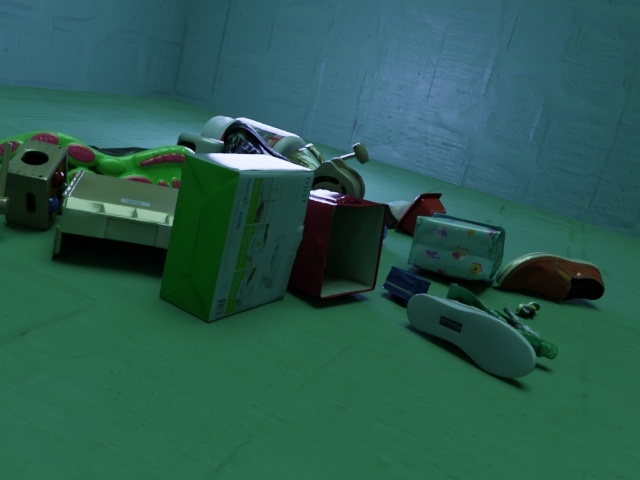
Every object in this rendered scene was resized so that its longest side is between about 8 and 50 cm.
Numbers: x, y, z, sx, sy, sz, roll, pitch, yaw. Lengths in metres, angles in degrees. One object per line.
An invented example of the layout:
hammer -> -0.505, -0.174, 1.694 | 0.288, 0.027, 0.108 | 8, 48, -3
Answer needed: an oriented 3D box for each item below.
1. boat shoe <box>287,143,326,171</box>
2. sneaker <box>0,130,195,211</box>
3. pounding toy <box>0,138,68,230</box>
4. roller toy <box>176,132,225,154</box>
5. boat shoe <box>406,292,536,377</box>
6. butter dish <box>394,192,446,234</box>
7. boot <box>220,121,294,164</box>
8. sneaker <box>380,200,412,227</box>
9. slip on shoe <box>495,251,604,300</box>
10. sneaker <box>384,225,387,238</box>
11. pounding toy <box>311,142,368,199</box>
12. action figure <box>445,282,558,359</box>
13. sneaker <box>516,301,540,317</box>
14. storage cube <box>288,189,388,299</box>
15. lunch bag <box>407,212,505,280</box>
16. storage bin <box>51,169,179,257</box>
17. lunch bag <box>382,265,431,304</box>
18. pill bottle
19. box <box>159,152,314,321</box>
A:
boat shoe -> 0.004, -0.174, 2.048 | 0.103, 0.113, 0.302 | -29, 68, -27
sneaker -> -0.529, -0.147, 1.516 | 0.482, 0.185, 0.202 | 3, -6, -33
pounding toy -> -0.561, -0.108, 1.232 | 0.094, 0.181, 0.206 | 12, 38, -9
roller toy -> -0.368, -0.248, 1.992 | 0.209, 0.146, 0.191 | 14, 4, -6
boat shoe -> 0.289, 0.173, 1.191 | 0.267, 0.096, 0.088 | 20, 12, 40
butter dish -> 0.346, -0.066, 2.050 | 0.118, 0.160, 0.159 | 48, 30, 23
boot -> -0.175, -0.166, 1.872 | 0.348, 0.131, 0.260 | 40, 27, -29
sneaker -> 0.226, -0.086, 2.110 | 0.086, 0.085, 0.237 | -8, 0, 43
slip on shoe -> 0.627, 0.107, 1.706 | 0.331, 0.123, 0.101 | 6, 40, -19
sneaker -> 0.108, -0.045, 1.869 | 0.211, 0.080, 0.081 | 16, -28, 46
pounding toy -> 0.057, -0.168, 1.913 | 0.154, 0.269, 0.155 | 60, 32, 0
action figure -> 0.356, 0.169, 1.250 | 0.232, 0.137, 0.063 | 30, 62, 22
sneaker -> 0.503, 0.170, 1.518 | 0.083, 0.031, 0.035 | -3, 36, -38
storage cube -> 0.000, 0.000, 1.325 | 0.193, 0.215, 0.183 | 18, 15, 39
lunch bag -> 0.374, 0.019, 1.697 | 0.223, 0.160, 0.262 | 13, 4, 21
storage bin -> -0.371, -0.034, 1.262 | 0.262, 0.123, 0.260 | 10, 16, -16
lunch bag -> 0.191, 0.104, 1.391 | 0.098, 0.065, 0.067 | 26, 3, 41
pill bottle -> -0.238, -0.306, 2.204 | 0.362, 0.210, 0.210 | 23, 17, 31
box -> -0.142, -0.015, 1.132 | 0.126, 0.262, 0.231 | 22, 17, 27
